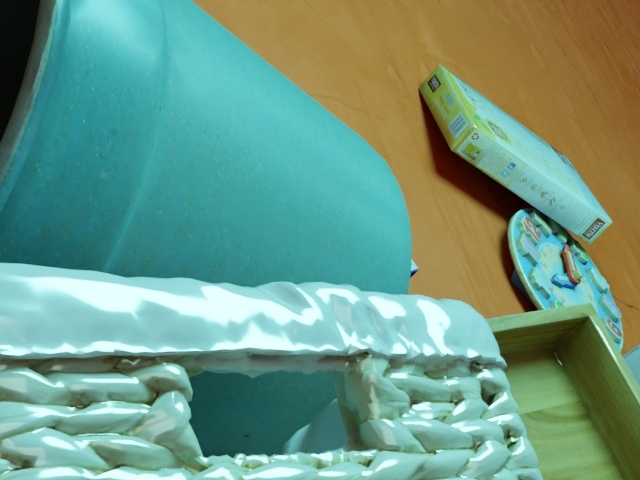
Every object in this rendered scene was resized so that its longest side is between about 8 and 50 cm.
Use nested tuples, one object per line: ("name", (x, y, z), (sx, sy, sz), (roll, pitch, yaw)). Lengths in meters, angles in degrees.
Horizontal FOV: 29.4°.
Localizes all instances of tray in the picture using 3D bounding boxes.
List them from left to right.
("tray", (0.113, 0.173, 0.975), (0.411, 0.076, 0.203), (-5, 60, -38))

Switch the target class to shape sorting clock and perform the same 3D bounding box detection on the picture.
("shape sorting clock", (0.292, 0.049, 1.440), (0.206, 0.040, 0.206), (32, 35, -26))

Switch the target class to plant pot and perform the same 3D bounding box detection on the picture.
("plant pot", (-0.139, -0.015, 0.725), (0.334, 0.341, 0.341), (27, 37, -44))

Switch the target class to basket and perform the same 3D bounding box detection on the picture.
("basket", (-0.081, 0.205, 0.512), (0.328, 0.331, 0.266), (7, 49, -46))

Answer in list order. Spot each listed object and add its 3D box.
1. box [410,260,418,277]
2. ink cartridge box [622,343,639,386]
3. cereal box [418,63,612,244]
("box", (0.000, 0.000, 1.097), (0.137, 0.072, 0.126), (56, 31, 13))
("ink cartridge box", (0.451, 0.152, 1.443), (0.128, 0.127, 0.176), (56, 31, 12))
("cereal box", (0.239, -0.106, 1.504), (0.240, 0.047, 0.173), (32, 21, -26))
